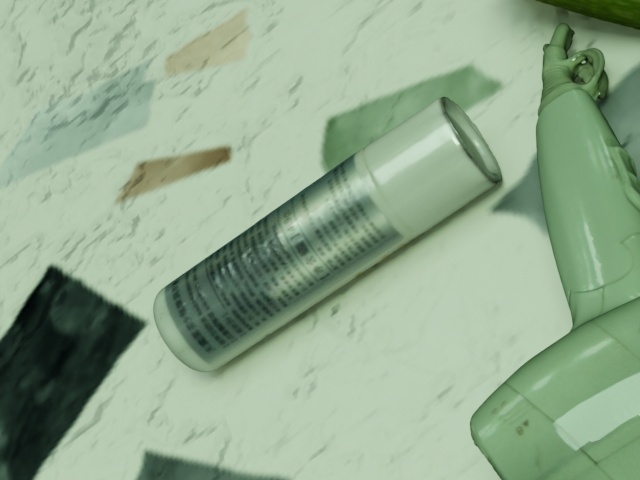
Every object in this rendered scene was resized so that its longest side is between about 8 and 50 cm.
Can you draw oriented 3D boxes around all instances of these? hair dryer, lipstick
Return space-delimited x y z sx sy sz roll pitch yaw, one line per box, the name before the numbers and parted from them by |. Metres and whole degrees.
hair dryer | 0.129 -0.020 0.581 0.206 0.075 0.237 -32 36 8
lipstick | 0.000 0.000 0.677 0.141 0.040 0.040 -33 44 16

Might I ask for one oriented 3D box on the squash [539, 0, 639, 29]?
squash | 0.183 -0.110 0.616 0.252 0.169 0.093 16 67 10
